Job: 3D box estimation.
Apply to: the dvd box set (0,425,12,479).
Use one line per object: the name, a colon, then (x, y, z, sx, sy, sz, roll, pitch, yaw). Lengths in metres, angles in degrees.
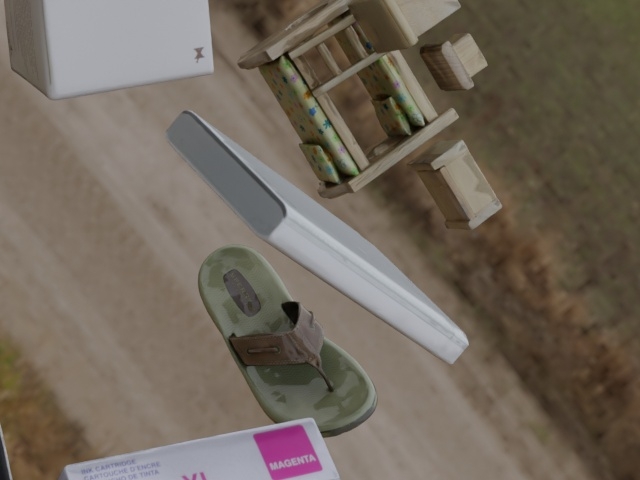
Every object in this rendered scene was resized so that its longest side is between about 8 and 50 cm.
dvd box set: (-0.374, 0.014, 1.536, 0.420, 0.062, 0.307, 36, -41, 59)

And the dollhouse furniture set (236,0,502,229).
dollhouse furniture set: (0.050, -0.068, 1.147, 0.182, 0.101, 0.161, 58, -16, -12)

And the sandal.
sandal: (-0.053, 0.112, 2.076, 0.303, 0.120, 0.086, 48, -15, 29)

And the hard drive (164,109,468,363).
hard drive: (0.000, 0.000, 1.735, 0.307, 0.040, 0.203, 36, 6, -45)

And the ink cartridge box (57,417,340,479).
ink cartridge box: (-0.123, 0.237, 1.282, 0.186, 0.311, 0.065, -8, 57, -27)

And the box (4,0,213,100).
box: (-0.125, -0.143, 1.034, 0.101, 0.102, 0.087, -11, 22, -22)
